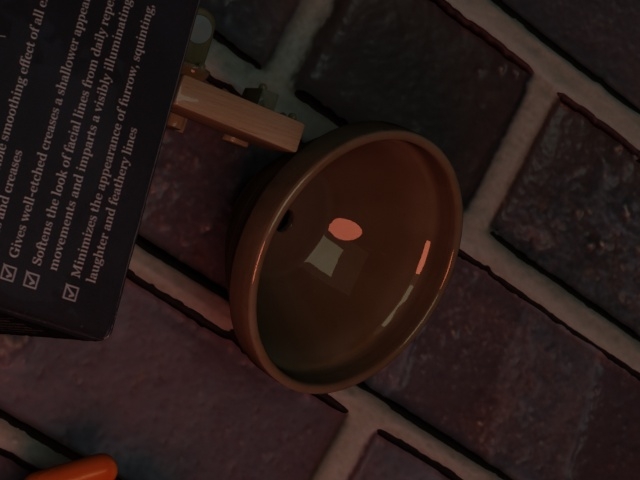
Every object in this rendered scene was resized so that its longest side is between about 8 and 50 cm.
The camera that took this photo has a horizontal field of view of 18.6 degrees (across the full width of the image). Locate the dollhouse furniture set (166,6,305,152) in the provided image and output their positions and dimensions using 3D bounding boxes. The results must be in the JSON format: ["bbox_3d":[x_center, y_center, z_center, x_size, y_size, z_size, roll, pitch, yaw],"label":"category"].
[{"bbox_3d":[-0.094,-0.154,1.580,0.144,0.151,0.123,21,84,-29],"label":"dollhouse furniture set"}]

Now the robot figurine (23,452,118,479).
[{"bbox_3d":[-0.194,0.269,1.578,0.219,0.128,0.158,-9,63,-26],"label":"robot figurine"}]

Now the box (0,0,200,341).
[{"bbox_3d":[-0.325,-0.120,1.398,0.395,0.212,0.293,21,79,-30],"label":"box"}]

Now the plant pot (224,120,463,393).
[{"bbox_3d":[0.000,0.000,1.643,0.237,0.110,0.237,-23,128,-33],"label":"plant pot"}]
